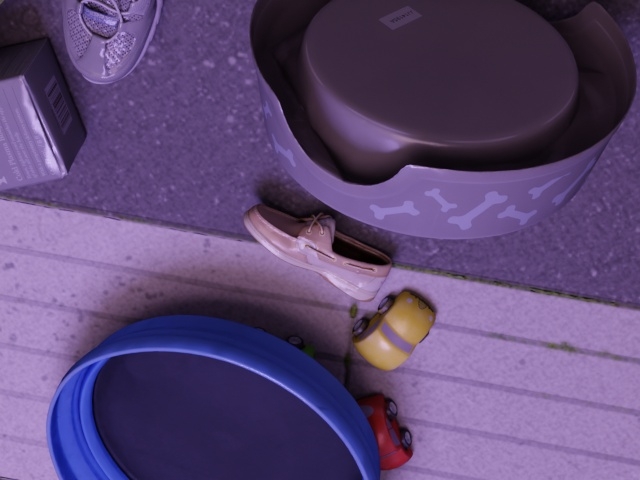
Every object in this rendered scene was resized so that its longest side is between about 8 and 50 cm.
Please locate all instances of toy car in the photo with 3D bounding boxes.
[{"bbox_3d":[0.004,0.153,1.809,0.225,0.053,0.239,11,120,5],"label":"toy car"}]

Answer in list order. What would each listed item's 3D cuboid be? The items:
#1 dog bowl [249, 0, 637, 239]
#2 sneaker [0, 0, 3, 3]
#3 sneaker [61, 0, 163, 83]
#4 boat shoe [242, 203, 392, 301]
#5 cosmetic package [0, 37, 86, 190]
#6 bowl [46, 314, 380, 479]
[{"bbox_3d":[0.104,-0.138,1.472,0.348,0.349,0.102,12,132,4],"label":"dog bowl"},{"bbox_3d":[-0.415,-0.270,1.574,0.483,0.202,0.185,-42,147,13],"label":"sneaker"},{"bbox_3d":[-0.208,-0.274,1.574,0.105,0.115,0.281,14,121,3],"label":"sneaker"},{"bbox_3d":[0.000,0.000,1.723,0.170,0.063,0.059,29,118,-16],"label":"boat shoe"},{"bbox_3d":[-0.382,-0.118,1.707,0.238,0.107,0.127,-13,118,14],"label":"cosmetic package"},{"bbox_3d":[-0.116,0.244,1.834,0.391,0.077,0.391,10,130,13],"label":"bowl"}]
